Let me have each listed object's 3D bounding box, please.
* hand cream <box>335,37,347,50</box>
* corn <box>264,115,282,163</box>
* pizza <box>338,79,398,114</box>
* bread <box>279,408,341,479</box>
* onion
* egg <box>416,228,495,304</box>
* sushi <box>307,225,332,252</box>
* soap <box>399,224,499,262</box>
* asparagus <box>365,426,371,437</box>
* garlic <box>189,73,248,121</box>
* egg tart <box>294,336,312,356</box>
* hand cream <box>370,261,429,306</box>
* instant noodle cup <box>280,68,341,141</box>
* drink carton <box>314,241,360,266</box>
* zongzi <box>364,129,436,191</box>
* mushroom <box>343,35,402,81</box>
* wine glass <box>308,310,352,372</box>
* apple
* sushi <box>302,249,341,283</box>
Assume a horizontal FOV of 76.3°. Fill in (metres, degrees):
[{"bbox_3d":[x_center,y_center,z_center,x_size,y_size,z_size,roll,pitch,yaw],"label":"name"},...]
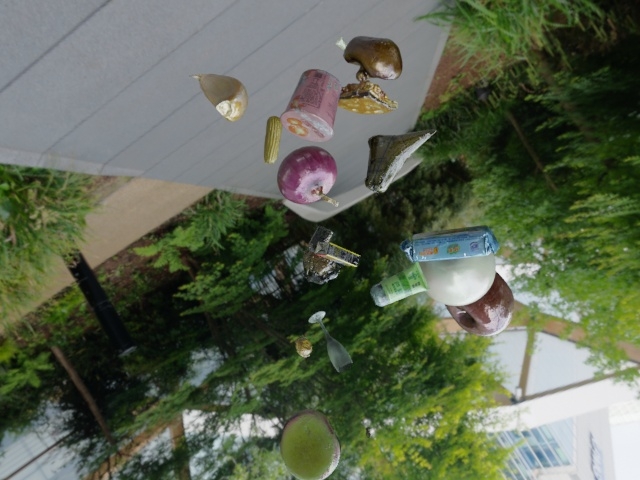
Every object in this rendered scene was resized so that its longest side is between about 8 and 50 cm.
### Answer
[{"bbox_3d":[0.097,-0.786,1.652,0.035,0.022,0.102,-42,154,21],"label":"hand cream"},{"bbox_3d":[-0.226,-0.477,1.939,0.080,0.231,0.080,5,177,0],"label":"corn"},{"bbox_3d":[0.231,-0.786,2.250,0.408,0.114,0.278,6,171,5],"label":"pizza"},{"bbox_3d":[-0.042,0.693,1.379,0.228,0.228,0.033,-33,151,13],"label":"bread"},{"bbox_3d":[-0.067,-0.357,2.307,0.358,0.358,0.345,-32,-145,-1],"label":"onion"},{"bbox_3d":[0.489,0.099,1.497,0.283,0.283,0.345,-33,161,27],"label":"egg"},{"bbox_3d":[0.000,0.000,1.740,0.091,0.078,0.150,-66,176,32],"label":"sushi"},{"bbox_3d":[0.399,0.010,1.271,0.293,0.077,0.156,-8,-172,21],"label":"soap"},{"bbox_3d":[0.193,0.776,1.645,0.021,0.025,0.108,6,170,6],"label":"asparagus"},{"bbox_3d":[-0.366,-0.543,1.524,0.164,0.245,0.145,-11,140,-49],"label":"garlic"},{"bbox_3d":[-0.094,0.618,2.393,0.049,0.129,0.129,-39,175,34],"label":"egg tart"},{"bbox_3d":[0.240,0.142,1.253,0.175,0.095,0.046,-23,179,-2],"label":"hand cream"},{"bbox_3d":[-0.031,-0.593,1.782,0.243,0.243,0.231,144,-37,-74],"label":"instant noodle cup"},{"bbox_3d":[0.065,0.051,1.522,0.165,0.056,0.071,22,171,-39],"label":"drink carton"},{"bbox_3d":[0.339,-0.333,1.723,0.289,0.260,0.123,2,168,29],"label":"zongzi"},{"bbox_3d":[0.193,-0.651,1.432,0.194,0.231,0.138,-33,146,-29],"label":"mushroom"},{"bbox_3d":[0.104,0.448,2.013,0.096,0.309,0.264,15,124,-49],"label":"wine glass"},{"bbox_3d":[0.670,0.246,1.726,0.235,0.306,0.306,-38,-179,-19],"label":"apple"},{"bbox_3d":[-0.006,0.121,2.393,0.225,0.238,0.219,-52,157,-19],"label":"sushi"}]
